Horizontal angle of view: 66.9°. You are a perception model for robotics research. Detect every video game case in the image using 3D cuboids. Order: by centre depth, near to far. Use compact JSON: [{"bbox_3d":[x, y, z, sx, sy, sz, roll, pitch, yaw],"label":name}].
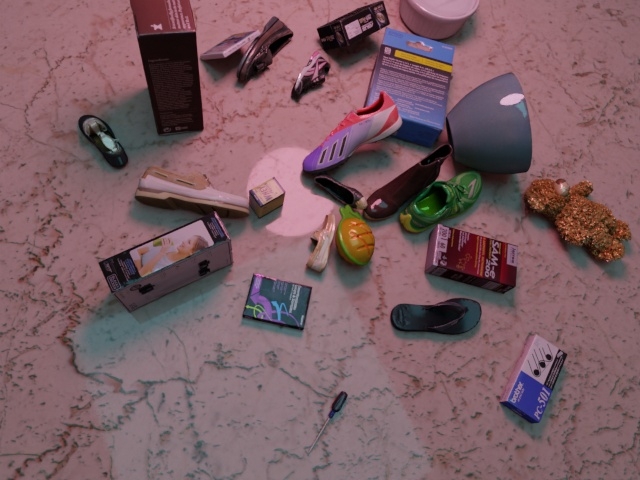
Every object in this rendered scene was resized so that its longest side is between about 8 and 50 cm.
[{"bbox_3d":[-0.277,-0.596,1.478,0.143,0.019,0.157,-42,36,-21],"label":"video game case"}]

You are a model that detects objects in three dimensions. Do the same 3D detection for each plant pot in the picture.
[{"bbox_3d":[0.480,-0.324,1.428,0.196,0.290,0.290,-11,69,11],"label":"plant pot"}]

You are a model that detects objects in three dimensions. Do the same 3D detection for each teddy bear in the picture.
[{"bbox_3d":[0.784,-0.079,1.450,0.245,0.113,0.338,-34,77,-22],"label":"teddy bear"}]

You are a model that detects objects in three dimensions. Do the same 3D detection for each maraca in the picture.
[{"bbox_3d":[0.093,-0.015,1.320,0.127,0.099,0.185,31,44,-36],"label":"maraca"}]

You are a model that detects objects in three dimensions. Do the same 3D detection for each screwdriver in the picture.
[{"bbox_3d":[0.016,0.439,1.168,0.024,0.025,0.170,34,67,5],"label":"screwdriver"}]

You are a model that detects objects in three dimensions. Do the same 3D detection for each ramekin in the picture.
[{"bbox_3d":[0.398,-0.820,1.671,0.273,0.127,0.272,3,68,-8],"label":"ramekin"}]

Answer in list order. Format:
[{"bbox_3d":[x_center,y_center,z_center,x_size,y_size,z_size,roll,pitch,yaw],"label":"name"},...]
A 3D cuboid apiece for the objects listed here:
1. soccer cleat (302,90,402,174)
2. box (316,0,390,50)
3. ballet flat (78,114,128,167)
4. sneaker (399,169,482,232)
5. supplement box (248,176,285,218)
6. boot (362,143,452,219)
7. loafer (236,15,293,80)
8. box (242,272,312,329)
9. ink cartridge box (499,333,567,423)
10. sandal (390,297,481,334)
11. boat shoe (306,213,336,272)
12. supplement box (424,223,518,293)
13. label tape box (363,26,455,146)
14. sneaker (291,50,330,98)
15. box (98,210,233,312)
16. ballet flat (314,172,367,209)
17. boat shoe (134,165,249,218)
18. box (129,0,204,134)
[{"bbox_3d":[0.074,-0.302,1.376,0.318,0.116,0.108,-29,37,3],"label":"soccer cleat"},{"bbox_3d":[0.105,-0.687,1.554,0.180,0.147,0.077,-35,118,-20],"label":"box"},{"bbox_3d":[-0.601,-0.288,1.332,0.074,0.074,0.203,-37,78,-20],"label":"ballet flat"},{"bbox_3d":[0.365,-0.120,1.390,0.296,0.123,0.109,-32,76,-20],"label":"sneaker"},{"bbox_3d":[-0.147,-0.117,1.328,0.083,0.083,0.056,-33,77,-19],"label":"supplement box"},{"bbox_3d":[0.235,-0.164,1.341,0.248,0.207,0.090,-31,76,-19],"label":"boot"},{"bbox_3d":[-0.168,-0.594,1.512,0.084,0.096,0.267,28,64,-5],"label":"loafer"},{"bbox_3d":[-0.110,0.158,1.256,0.162,0.029,0.116,13,67,-5],"label":"box"},{"bbox_3d":[0.561,0.361,1.274,0.097,0.046,0.207,34,68,6],"label":"ink cartridge box"},{"bbox_3d":[0.316,0.204,1.291,0.255,0.054,0.097,-4,70,-11],"label":"sandal"},{"bbox_3d":[0.000,0.000,1.317,0.059,0.063,0.170,16,68,-9],"label":"boat shoe"},{"bbox_3d":[0.424,0.052,1.360,0.240,0.073,0.130,15,67,-4],"label":"supplement box"},{"bbox_3d":[0.277,-0.484,1.529,0.241,0.106,0.333,15,67,-2],"label":"label tape box"},{"bbox_3d":[-0.024,-0.511,1.515,0.077,0.072,0.178,32,73,-7],"label":"sneaker"},{"bbox_3d":[-0.363,0.054,1.184,0.290,0.169,0.087,-26,72,-16],"label":"box"},{"bbox_3d":[0.055,-0.135,1.376,0.173,0.057,0.049,32,32,15],"label":"ballet flat"},{"bbox_3d":[-0.332,-0.132,1.290,0.302,0.113,0.103,11,73,-4],"label":"boat shoe"},{"bbox_3d":[-0.394,-0.467,1.265,0.143,0.381,0.191,-11,71,-13],"label":"box"}]
